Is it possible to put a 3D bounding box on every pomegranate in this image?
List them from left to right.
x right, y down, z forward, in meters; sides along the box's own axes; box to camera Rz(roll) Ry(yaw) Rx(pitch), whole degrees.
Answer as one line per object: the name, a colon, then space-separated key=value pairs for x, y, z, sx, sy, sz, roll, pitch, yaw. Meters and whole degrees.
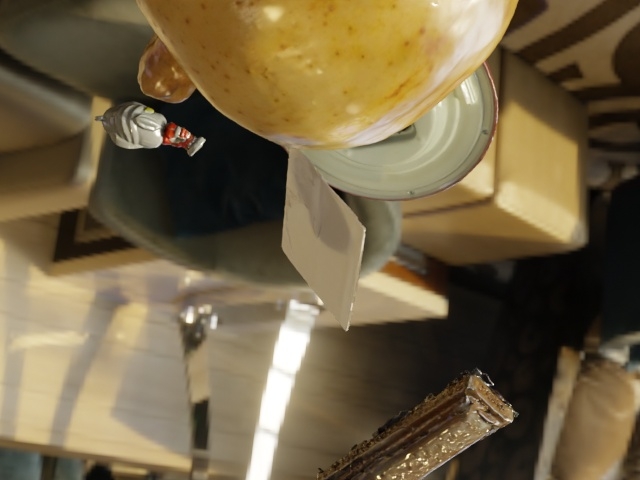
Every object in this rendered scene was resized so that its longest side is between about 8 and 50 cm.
pomegranate: x=-0.020 y=-0.259 z=1.063 sx=0.410 sy=0.410 sz=0.410 roll=5 pitch=164 yaw=2

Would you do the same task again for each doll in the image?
doll: x=-0.276 y=-0.177 z=1.862 sx=0.180 sy=0.079 sz=0.094 roll=16 pitch=168 yaw=-16

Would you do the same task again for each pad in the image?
pad: x=0.000 y=0.000 z=1.397 sx=0.004 sy=0.156 sz=0.232 roll=-27 pitch=152 yaw=-22

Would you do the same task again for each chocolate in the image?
chocolate: x=0.121 y=0.293 z=1.585 sx=0.102 sy=0.065 sz=0.329 roll=45 pitch=119 yaw=-9

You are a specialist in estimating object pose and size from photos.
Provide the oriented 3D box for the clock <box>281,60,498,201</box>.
clock: x=0.070 y=-0.180 z=1.483 sx=0.318 sy=0.080 sz=0.318 roll=9 pitch=131 yaw=11
